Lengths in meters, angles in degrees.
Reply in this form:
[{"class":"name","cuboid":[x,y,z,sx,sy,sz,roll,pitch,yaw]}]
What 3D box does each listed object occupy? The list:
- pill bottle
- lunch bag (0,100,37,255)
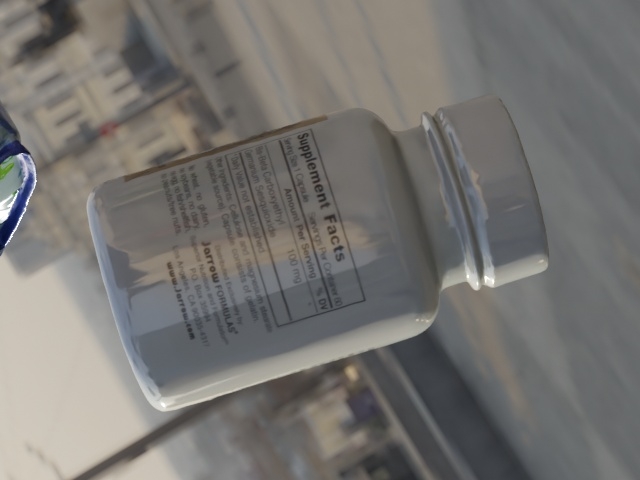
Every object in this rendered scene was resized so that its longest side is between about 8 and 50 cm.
[{"class":"pill bottle","cuboid":[0.000,0.000,1.062,0.131,0.229,0.131,163,90,-89]},{"class":"lunch bag","cuboid":[-0.193,-0.049,0.870,0.129,0.096,0.151,54,173,6]}]
